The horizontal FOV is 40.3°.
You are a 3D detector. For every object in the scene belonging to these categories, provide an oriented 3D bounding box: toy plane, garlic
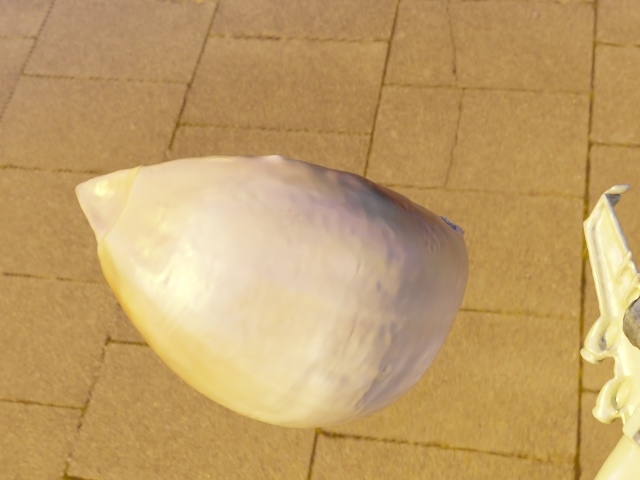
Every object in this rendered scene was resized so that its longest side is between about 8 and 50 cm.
[{"bbox_3d":[0.185,0.082,0.418,0.092,0.244,0.229,8,31,-38],"label":"toy plane"},{"bbox_3d":[0.016,0.008,0.585,0.196,0.338,0.151,43,114,26],"label":"garlic"}]
